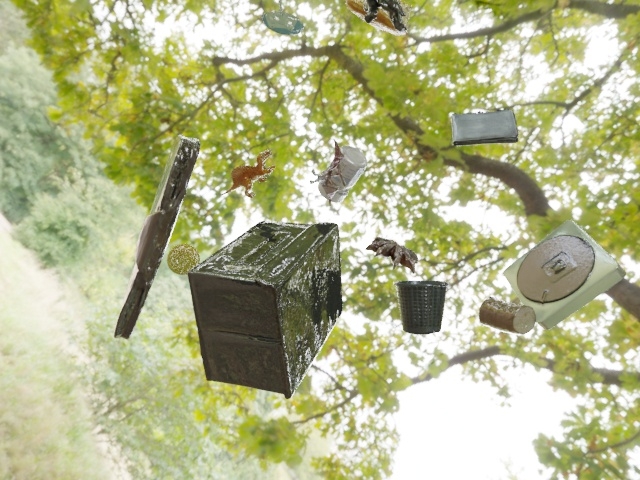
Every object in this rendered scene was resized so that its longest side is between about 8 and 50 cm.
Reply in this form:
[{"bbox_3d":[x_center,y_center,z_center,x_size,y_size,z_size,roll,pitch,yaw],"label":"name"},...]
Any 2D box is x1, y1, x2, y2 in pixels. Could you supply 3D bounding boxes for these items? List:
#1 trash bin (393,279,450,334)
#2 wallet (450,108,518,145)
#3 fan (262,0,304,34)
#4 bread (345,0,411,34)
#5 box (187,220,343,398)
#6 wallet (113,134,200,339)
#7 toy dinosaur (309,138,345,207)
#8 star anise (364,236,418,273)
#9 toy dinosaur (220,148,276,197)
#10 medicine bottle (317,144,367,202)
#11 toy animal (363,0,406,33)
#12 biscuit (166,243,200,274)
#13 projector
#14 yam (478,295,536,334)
[{"bbox_3d":[0.316,0.207,1.507,0.175,0.175,0.161,-178,-94,-76],"label":"trash bin"},{"bbox_3d":[0.572,-0.393,1.692,0.036,0.222,0.167,74,19,-48],"label":"wallet"},{"bbox_3d":[-0.104,-0.609,1.317,0.005,0.113,0.175,109,-23,-50],"label":"fan"},{"bbox_3d":[0.214,-0.829,1.739,0.245,0.121,0.174,31,29,3],"label":"bread"},{"bbox_3d":[-0.100,0.127,1.065,0.204,0.345,0.251,3,-69,21],"label":"box"},{"bbox_3d":[-0.250,-0.011,0.734,0.042,0.310,0.165,19,7,-18],"label":"wallet"},{"bbox_3d":[0.024,-0.172,1.279,0.032,0.108,0.220,47,-34,33],"label":"toy dinosaur"},{"bbox_3d":[0.171,0.027,1.138,0.141,0.042,0.141,18,21,-7],"label":"star anise"},{"bbox_3d":[-0.217,-0.182,1.413,0.142,0.212,0.057,54,13,-64],"label":"toy dinosaur"},{"bbox_3d":[0.070,-0.212,1.554,0.105,0.105,0.168,49,-49,16],"label":"medicine bottle"},{"bbox_3d":[0.139,-0.627,1.200,0.245,0.114,0.146,50,30,-33],"label":"toy animal"},{"bbox_3d":[-0.357,0.050,1.262,0.084,0.084,0.023,54,-22,-10],"label":"biscuit"},{"bbox_3d":[0.685,0.097,1.385,0.079,0.259,0.257,38,22,-23],"label":"projector"},{"bbox_3d":[0.471,0.193,1.233,0.084,0.084,0.127,55,-16,-16],"label":"yam"}]
